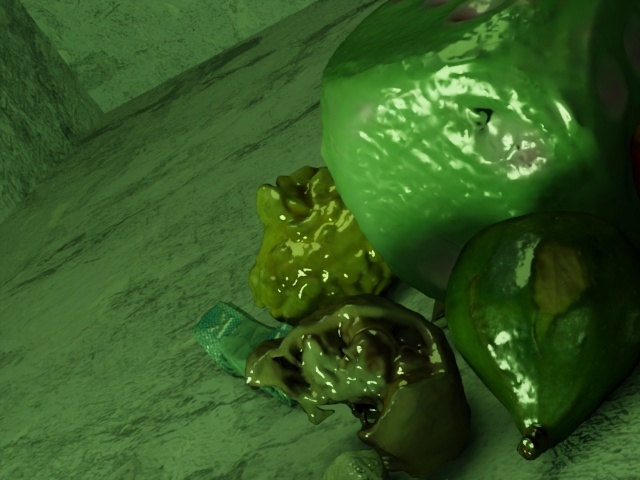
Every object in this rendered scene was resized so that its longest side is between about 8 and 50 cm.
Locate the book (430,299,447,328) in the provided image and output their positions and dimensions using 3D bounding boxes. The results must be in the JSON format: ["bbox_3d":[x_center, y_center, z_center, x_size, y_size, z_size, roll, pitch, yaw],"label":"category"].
[{"bbox_3d":[0.200,0.025,1.731,0.138,0.016,0.199,-27,20,23],"label":"book"}]

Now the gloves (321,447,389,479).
[{"bbox_3d":[0.020,0.257,1.400,0.114,0.070,0.153,-41,11,9],"label":"gloves"}]

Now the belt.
[{"bbox_3d":[-0.084,0.138,1.846,0.072,0.087,0.302,-37,18,-15],"label":"belt"}]

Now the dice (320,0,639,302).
[{"bbox_3d":[0.217,-0.134,1.582,0.330,0.318,0.322,-11,28,40],"label":"dice"}]

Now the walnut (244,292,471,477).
[{"bbox_3d":[0.056,0.125,1.464,0.238,0.141,0.204,24,11,29],"label":"walnut"}]

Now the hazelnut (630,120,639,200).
[{"bbox_3d":[0.414,-0.089,1.335,0.251,0.217,0.217,-33,18,-8],"label":"hazelnut"}]

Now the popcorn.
[{"bbox_3d":[0.000,0.000,1.861,0.226,0.203,0.200,-31,10,44],"label":"popcorn"}]

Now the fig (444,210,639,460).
[{"bbox_3d":[0.208,0.089,1.350,0.195,0.195,0.245,-15,62,48],"label":"fig"}]
